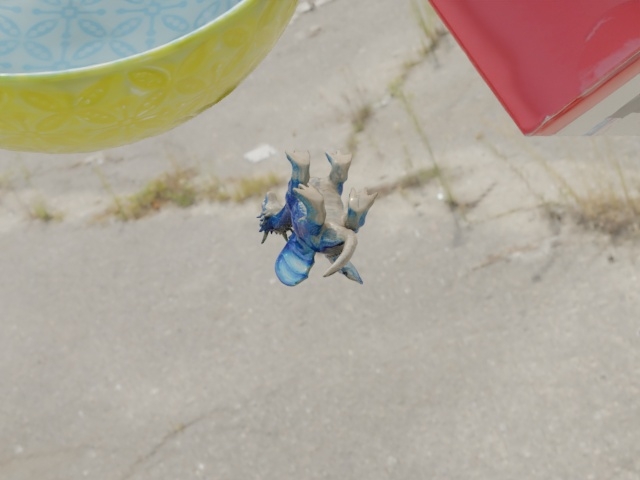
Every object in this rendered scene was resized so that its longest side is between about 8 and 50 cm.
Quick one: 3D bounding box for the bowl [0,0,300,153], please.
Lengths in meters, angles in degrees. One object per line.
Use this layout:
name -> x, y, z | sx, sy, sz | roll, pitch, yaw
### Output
bowl -> -0.140, -0.146, 0.654 | 0.289, 0.156, 0.289 | 0, 54, 0

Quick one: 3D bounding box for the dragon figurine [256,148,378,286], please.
dragon figurine -> 0.000, 0.000, 1.159 | 0.085, 0.144, 0.289 | -1, 31, -16

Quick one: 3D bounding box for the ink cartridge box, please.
ink cartridge box -> 0.085, -0.111, 0.403 | 0.078, 0.134, 0.231 | -39, -13, 25
